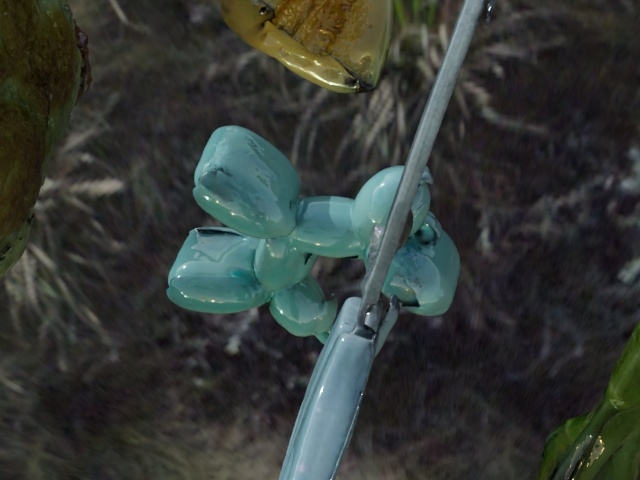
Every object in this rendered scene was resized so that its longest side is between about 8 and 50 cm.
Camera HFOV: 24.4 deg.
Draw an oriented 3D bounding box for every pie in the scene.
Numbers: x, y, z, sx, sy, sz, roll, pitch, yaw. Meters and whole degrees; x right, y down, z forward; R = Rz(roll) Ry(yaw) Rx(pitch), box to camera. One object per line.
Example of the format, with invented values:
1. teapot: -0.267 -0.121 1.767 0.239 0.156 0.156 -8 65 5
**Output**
1. pie: -0.260 -0.106 1.101 0.105 0.257 0.274 8 62 12

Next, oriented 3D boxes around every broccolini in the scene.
1. broccolini: 0.095 0.080 0.509 0.091 0.202 0.068 -20 46 -21

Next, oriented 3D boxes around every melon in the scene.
1. melon: -0.007 -0.204 1.235 0.160 0.079 0.128 37 81 -27

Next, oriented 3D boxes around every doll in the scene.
1. doll: 0.000 0.000 0.824 0.158 0.159 0.059 23 46 -6

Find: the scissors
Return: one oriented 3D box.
1. scissors: 0.029 0.023 0.699 0.029 0.191 0.360 21 104 0
